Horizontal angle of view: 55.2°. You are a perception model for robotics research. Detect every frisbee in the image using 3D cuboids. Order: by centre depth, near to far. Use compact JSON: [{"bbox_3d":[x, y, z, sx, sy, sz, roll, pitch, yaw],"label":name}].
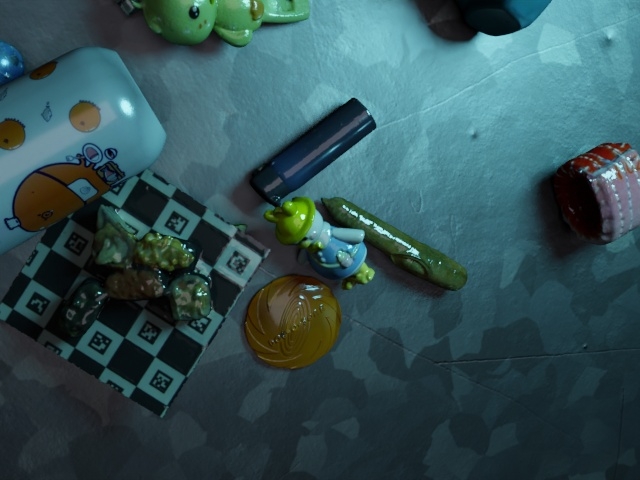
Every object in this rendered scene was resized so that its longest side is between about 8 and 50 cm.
[{"bbox_3d":[-0.049,0.161,1.179,0.192,0.035,0.192,-3,102,-15],"label":"frisbee"}]

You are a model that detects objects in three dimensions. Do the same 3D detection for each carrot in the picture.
[{"bbox_3d":[0.143,0.008,1.182,0.342,0.070,0.070,29,93,-17],"label":"carrot"}]

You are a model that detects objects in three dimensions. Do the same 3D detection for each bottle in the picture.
[{"bbox_3d":[-0.016,-0.159,1.098,0.244,0.072,0.082,-39,73,-4],"label":"bottle"}]

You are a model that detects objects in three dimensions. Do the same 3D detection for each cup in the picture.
[{"bbox_3d":[-0.410,-0.146,0.925,0.317,0.212,0.212,-32,108,-7],"label":"cup"}]

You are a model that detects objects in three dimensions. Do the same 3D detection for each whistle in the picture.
[{"bbox_3d":[-0.515,-0.276,0.934,0.158,0.090,0.090,30,93,-19],"label":"whistle"},{"bbox_3d":[-0.151,-0.385,0.981,0.294,0.141,0.141,-9,104,-14],"label":"whistle"}]

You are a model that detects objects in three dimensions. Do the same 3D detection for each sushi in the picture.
[{"bbox_3d":[-0.322,0.073,1.023,0.343,0.064,0.359,33,93,-2],"label":"sushi"}]

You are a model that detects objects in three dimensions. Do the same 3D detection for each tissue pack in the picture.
[{"bbox_3d":[0.276,-0.505,1.032,0.287,0.198,0.206,29,95,-16],"label":"tissue pack"}]

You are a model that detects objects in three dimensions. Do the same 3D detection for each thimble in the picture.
[{"bbox_3d":[0.560,-0.092,1.217,0.125,0.163,0.189,-26,121,-8],"label":"thimble"}]

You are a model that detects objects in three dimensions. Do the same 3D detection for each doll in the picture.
[{"bbox_3d":[-0.001,0.001,1.106,0.241,0.135,0.099,36,77,-35],"label":"doll"}]

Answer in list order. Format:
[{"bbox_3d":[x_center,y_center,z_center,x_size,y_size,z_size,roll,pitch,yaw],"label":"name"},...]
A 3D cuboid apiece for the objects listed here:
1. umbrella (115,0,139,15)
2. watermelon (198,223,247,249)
[{"bbox_3d":[-0.356,-0.441,0.963,0.050,0.046,0.188,-31,111,13],"label":"umbrella"},{"bbox_3d":[-0.213,0.074,1.108,0.119,0.063,0.245,19,92,-28],"label":"watermelon"}]
